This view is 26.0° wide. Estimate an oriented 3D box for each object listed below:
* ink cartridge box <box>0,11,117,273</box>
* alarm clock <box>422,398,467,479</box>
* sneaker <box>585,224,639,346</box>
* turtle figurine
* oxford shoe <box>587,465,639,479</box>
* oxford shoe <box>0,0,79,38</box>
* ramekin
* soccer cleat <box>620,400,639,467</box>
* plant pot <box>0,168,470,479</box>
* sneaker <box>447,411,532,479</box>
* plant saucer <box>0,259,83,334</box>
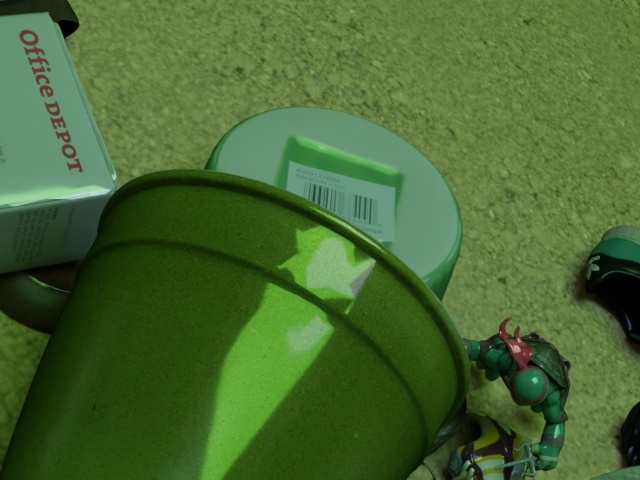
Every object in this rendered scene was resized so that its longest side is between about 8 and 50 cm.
[{"bbox_3d":[-0.372,-0.079,1.283,0.306,0.131,0.226,-9,61,-28],"label":"ink cartridge box"},{"bbox_3d":[0.096,0.181,1.476,0.129,0.064,0.192,11,55,-27],"label":"alarm clock"},{"bbox_3d":[0.458,0.111,1.742,0.302,0.108,0.121,36,45,6],"label":"sneaker"},{"bbox_3d":[0.207,0.154,1.451,0.175,0.118,0.234,53,11,5],"label":"turtle figurine"},{"bbox_3d":[0.262,0.359,1.376,0.449,0.130,0.169,-27,43,-35],"label":"oxford shoe"},{"bbox_3d":[-0.333,-0.208,1.474,0.096,0.083,0.227,45,46,-2],"label":"oxford shoe"},{"bbox_3d":[0.000,0.000,1.441,0.303,0.148,0.303,11,45,-11],"label":"ramekin"},{"bbox_3d":[0.425,0.324,1.554,0.116,0.108,0.318,19,46,-26],"label":"soccer cleat"},{"bbox_3d":[-0.106,0.194,1.158,0.366,0.366,0.353,33,57,-8],"label":"plant pot"},{"bbox_3d":[0.166,0.262,1.457,0.084,0.069,0.185,30,38,-8],"label":"sneaker"},{"bbox_3d":[-0.258,0.003,1.393,0.199,0.036,0.198,18,48,-22],"label":"plant saucer"}]
